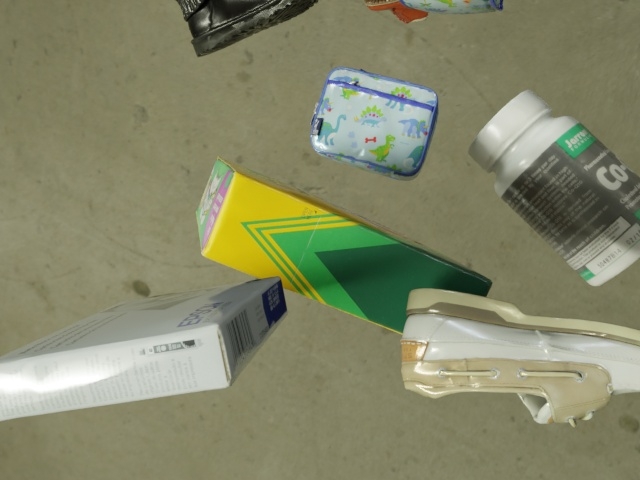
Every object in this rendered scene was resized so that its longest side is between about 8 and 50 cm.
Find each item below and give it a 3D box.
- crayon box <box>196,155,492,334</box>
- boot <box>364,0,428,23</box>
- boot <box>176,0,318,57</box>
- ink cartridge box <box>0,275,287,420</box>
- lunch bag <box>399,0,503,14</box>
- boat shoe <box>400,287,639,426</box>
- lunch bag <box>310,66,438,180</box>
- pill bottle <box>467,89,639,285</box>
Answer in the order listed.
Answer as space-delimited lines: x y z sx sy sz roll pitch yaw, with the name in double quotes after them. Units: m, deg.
0.000 0.000 0.873 0.313 0.363 0.106 24 94 -15 "crayon box"
0.167 -0.496 1.407 0.084 0.158 0.059 94 160 -48 "boot"
-0.166 -0.537 1.284 0.348 0.131 0.260 -17 103 24 "boot"
-0.152 0.079 0.515 0.224 0.223 0.045 -11 94 6 "ink cartridge box"
0.172 -0.349 0.872 0.129 0.151 0.096 7 110 23 "lunch bag"
0.227 0.128 0.645 0.302 0.113 0.103 10 77 8 "boat shoe"
0.098 -0.216 1.205 0.219 0.090 0.176 18 89 8 "lunch bag"
0.470 -0.105 1.269 0.361 0.204 0.204 47 121 12 "pill bottle"
